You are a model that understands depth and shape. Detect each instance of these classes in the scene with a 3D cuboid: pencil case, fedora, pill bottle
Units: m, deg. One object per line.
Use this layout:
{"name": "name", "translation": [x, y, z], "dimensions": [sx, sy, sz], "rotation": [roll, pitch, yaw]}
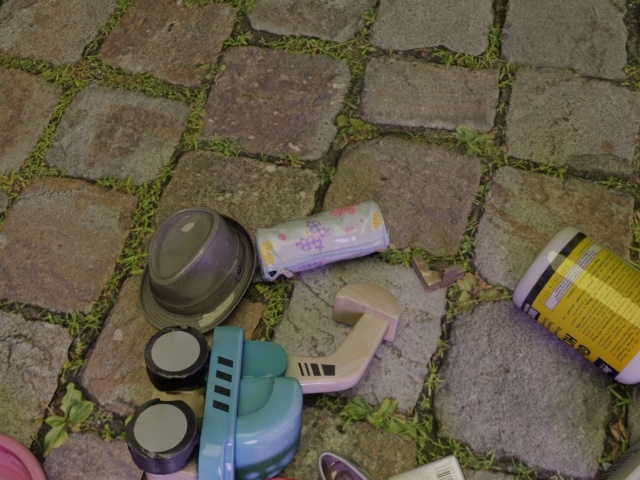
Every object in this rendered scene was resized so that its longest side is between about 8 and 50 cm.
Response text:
{"name": "pencil case", "translation": [0.000, 0.000, 1.420], "dimensions": [0.273, 0.114, 0.124], "rotation": [-15, 24, -8]}
{"name": "fedora", "translation": [-0.261, 0.038, 1.392], "dimensions": [0.243, 0.124, 0.275], "rotation": [17, 63, 24]}
{"name": "pill bottle", "translation": [0.537, 0.138, 1.279], "dimensions": [0.334, 0.188, 0.188], "rotation": [39, 69, 22]}

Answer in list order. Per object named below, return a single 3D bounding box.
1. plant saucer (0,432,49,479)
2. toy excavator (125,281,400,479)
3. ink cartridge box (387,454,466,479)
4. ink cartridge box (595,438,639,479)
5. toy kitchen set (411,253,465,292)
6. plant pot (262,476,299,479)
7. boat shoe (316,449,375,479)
{"name": "plant saucer", "translation": [-0.603, 0.491, 1.176], "dimensions": [0.332, 0.084, 0.332], "rotation": [-3, 59, 5]}
{"name": "toy excavator", "translation": [-0.075, 0.259, 1.231], "dimensions": [0.445, 0.222, 0.433], "rotation": [4, 45, -3]}
{"name": "ink cartridge box", "translation": [0.162, 0.526, 1.147], "dimensions": [0.238, 0.060, 0.275], "rotation": [-22, 61, 6]}
{"name": "ink cartridge box", "translation": [0.641, 0.485, 1.119], "dimensions": [0.308, 0.091, 0.385], "rotation": [-28, 79, -28]}
{"name": "toy kitchen set", "translation": [0.238, 0.048, 1.413], "dimensions": [0.083, 0.068, 0.075], "rotation": [-21, 61, -10]}
{"name": "plant pot", "translation": [-0.059, 0.489, 1.110], "dimensions": [0.191, 0.174, 0.191], "rotation": [-1, 59, 2]}
{"name": "boat shoe", "translation": [0.099, 0.464, 1.091], "dimensions": [0.118, 0.103, 0.320], "rotation": [-36, 54, -6]}
